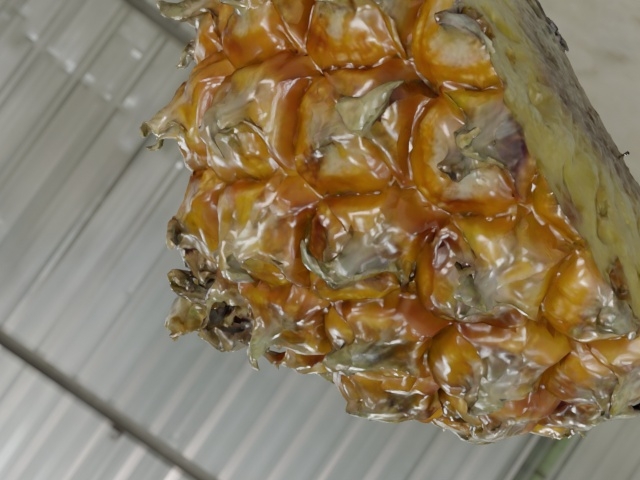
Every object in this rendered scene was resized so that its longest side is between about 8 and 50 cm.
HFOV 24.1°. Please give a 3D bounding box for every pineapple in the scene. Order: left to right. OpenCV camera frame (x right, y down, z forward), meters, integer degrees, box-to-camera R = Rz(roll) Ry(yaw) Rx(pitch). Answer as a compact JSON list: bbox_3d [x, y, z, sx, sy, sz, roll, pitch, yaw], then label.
[{"bbox_3d":[-0.003,0.002,0.732,0.344,0.286,0.209,61,-156,3],"label":"pineapple"}]
